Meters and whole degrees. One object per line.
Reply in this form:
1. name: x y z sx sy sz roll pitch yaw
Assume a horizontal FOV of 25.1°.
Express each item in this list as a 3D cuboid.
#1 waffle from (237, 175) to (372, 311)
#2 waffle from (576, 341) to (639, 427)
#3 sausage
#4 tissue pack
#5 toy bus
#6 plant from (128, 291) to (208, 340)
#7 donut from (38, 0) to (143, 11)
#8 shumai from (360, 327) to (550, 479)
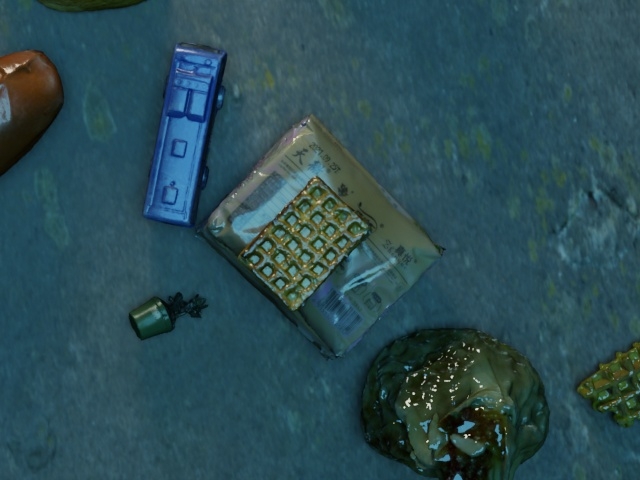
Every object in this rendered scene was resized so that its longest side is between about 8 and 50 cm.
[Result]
1. waffle: -0.018 0.005 1.773 0.102 0.042 0.148 44 82 0
2. waffle: 0.455 0.170 1.973 0.161 0.046 0.192 27 89 -9
3. sausage: -0.428 -0.134 1.787 0.258 0.133 0.133 -40 98 -4
4. tissue pack: 0.000 0.000 1.858 0.256 0.123 0.215 45 83 -9
5. toy bus: -0.170 -0.135 1.838 0.079 0.094 0.236 11 93 -8
6. plant: -0.197 0.092 1.876 0.102 0.051 0.051 -23 97 -19
7. donut: -0.341 -0.388 1.789 0.151 0.112 0.295 -44 97 -5
8. shumai: 0.187 0.226 1.859 0.256 0.218 0.189 2 103 -8
